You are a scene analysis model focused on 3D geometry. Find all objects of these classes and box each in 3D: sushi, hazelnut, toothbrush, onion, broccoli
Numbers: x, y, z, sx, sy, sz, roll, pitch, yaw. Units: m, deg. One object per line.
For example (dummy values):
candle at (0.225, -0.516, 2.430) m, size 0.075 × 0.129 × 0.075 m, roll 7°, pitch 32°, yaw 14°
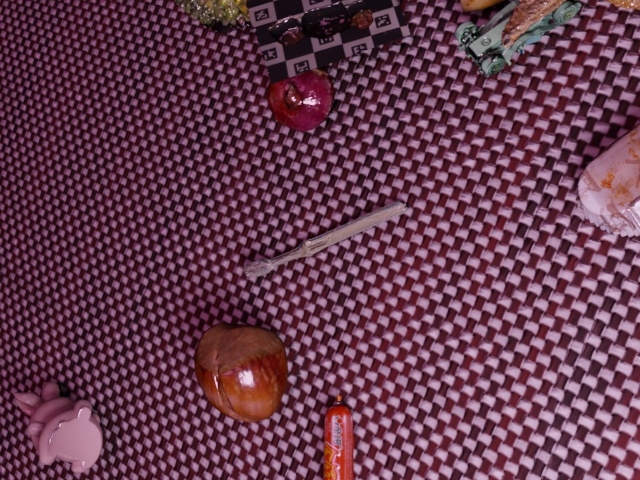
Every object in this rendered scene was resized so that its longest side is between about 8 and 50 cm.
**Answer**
sushi at (0.011, -0.320, 1.332) m, size 0.215 × 0.050 × 0.192 m, roll -19°, pitch 56°, yaw 3°
hazelnut at (-0.115, 0.193, 1.301) m, size 0.154 × 0.143 × 0.143 m, roll 25°, pitch 95°, yaw 43°
toothbrush at (0.003, 0.001, 1.315) m, size 0.294 × 0.028 × 0.026 m, roll -22°, pitch 70°, yaw 24°
onion at (-0.031, -0.219, 1.339) m, size 0.107 × 0.097 × 0.107 m, roll 4°, pitch 100°, yaw 22°
broccoli at (-0.164, -0.486, 1.428) m, size 0.273 × 0.180 × 0.242 m, roll -51°, pitch 57°, yaw 16°

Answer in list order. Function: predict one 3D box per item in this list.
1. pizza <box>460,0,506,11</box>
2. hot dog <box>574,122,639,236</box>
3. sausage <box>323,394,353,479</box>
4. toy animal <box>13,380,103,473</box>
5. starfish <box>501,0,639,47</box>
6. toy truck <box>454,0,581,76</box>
pizza at (0.271, -0.412, 1.188) m, size 0.246 × 0.058 × 0.127 m, roll -43°, pitch 59°, yaw 18°
hot dog at (0.412, -0.102, 1.027) m, size 0.253 × 0.069 × 0.131 m, roll -41°, pitch 52°, yaw 18°
sausage at (0.026, 0.288, 1.228) m, size 0.050 × 0.048 × 0.145 m, roll 148°, pitch 125°, yaw -69°
toy animal at (-0.449, 0.318, 1.524) m, size 0.213 × 0.124 × 0.124 m, roll 16°, pitch 90°, yaw 57°
starfish at (0.322, -0.351, 1.106) m, size 0.303 × 0.060 × 0.299 m, roll -29°, pitch 72°, yaw 9°
toy truck at (0.263, -0.277, 1.167) m, size 0.154 × 0.078 × 0.080 m, roll -35°, pitch 62°, yaw 5°
